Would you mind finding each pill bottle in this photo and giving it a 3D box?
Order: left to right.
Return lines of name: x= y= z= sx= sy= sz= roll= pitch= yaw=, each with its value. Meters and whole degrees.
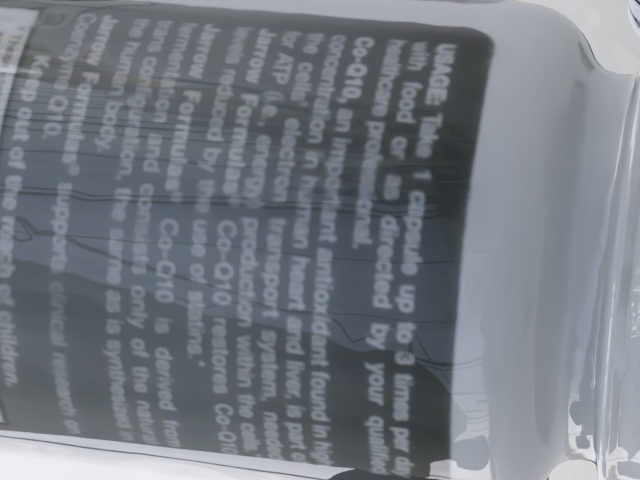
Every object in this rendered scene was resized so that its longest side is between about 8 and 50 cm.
pill bottle: x=0.000 y=0.000 z=0.627 sx=0.161 sy=0.283 sz=0.161 roll=6 pitch=-90 yaw=-79

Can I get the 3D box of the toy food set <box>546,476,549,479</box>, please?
toy food set: x=0.041 y=0.134 z=1.253 sx=0.220 sy=0.092 sz=0.306 roll=40 pitch=152 yaw=38

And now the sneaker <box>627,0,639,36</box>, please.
sneaker: x=0.325 y=-0.173 z=1.440 sx=0.098 sy=0.223 sz=0.083 roll=37 pitch=-119 yaw=-61
